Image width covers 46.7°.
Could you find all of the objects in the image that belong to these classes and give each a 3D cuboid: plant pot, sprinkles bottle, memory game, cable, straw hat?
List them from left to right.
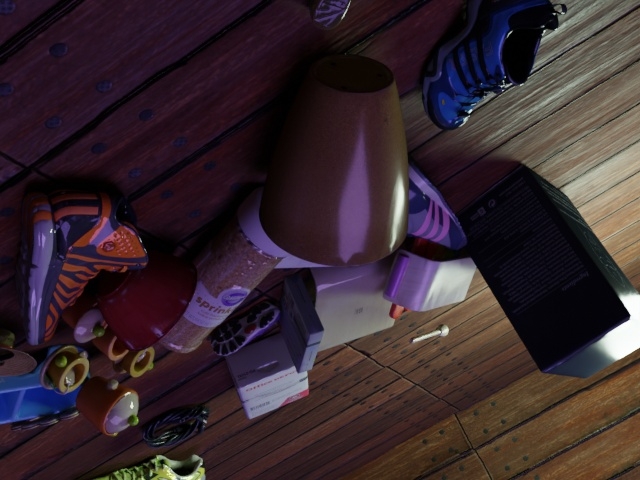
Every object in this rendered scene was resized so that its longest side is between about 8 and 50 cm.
[{"bbox_3d":[-0.557,0.181,1.263,0.144,0.061,0.144,-5,149,-3],"label":"straw hat"},{"bbox_3d":[-0.540,0.353,1.519,0.186,0.012,0.186,-13,180,0],"label":"memory game"},{"bbox_3d":[-0.372,0.483,1.923,0.184,0.047,0.150,-1,142,-38],"label":"cable"},{"bbox_3d":[-0.170,0.059,1.317,0.121,0.121,0.355,8,137,-46],"label":"sprinkles bottle"},{"bbox_3d":[0.032,-0.135,1.097,0.237,0.237,0.254,-13,133,-23],"label":"plant pot"}]

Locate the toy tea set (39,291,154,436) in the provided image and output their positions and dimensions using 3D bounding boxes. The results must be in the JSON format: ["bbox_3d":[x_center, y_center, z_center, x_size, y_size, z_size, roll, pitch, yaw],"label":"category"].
[{"bbox_3d":[-0.383,0.232,1.350,0.200,0.124,0.336,-56,157,-21],"label":"toy tea set"}]

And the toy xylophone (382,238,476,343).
[{"bbox_3d":[0.247,0.103,1.638,0.322,0.081,0.236,9,105,-58],"label":"toy xylophone"}]

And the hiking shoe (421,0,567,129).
[{"bbox_3d":[0.245,-0.262,1.118,0.113,0.132,0.304,-13,149,-24],"label":"hiking shoe"}]

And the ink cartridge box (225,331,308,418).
[{"bbox_3d":[-0.127,0.331,1.817,0.172,0.100,0.237,-21,152,-11],"label":"ink cartridge box"}]

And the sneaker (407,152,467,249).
[{"bbox_3d":[0.184,-0.048,1.444,0.131,0.112,0.319,-38,141,8],"label":"sneaker"}]

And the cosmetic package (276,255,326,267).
[{"bbox_3d":[0.000,0.000,1.421,0.239,0.060,0.099,0,143,-40],"label":"cosmetic package"}]

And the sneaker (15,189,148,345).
[{"bbox_3d":[-0.363,0.049,1.139,0.180,0.125,0.321,-6,145,-31],"label":"sneaker"}]

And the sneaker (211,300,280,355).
[{"bbox_3d":[-0.158,0.200,1.616,0.170,0.068,0.071,-30,157,5],"label":"sneaker"}]

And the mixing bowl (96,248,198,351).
[{"bbox_3d":[-0.302,0.082,1.225,0.181,0.181,0.098,-36,126,17],"label":"mixing bowl"}]

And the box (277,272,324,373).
[{"bbox_3d":[-0.047,0.181,1.591,0.038,0.145,0.186,-13,148,-20],"label":"box"}]

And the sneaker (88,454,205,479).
[{"bbox_3d":[-0.499,0.671,2.075,0.384,0.145,0.147,7,106,-42],"label":"sneaker"}]

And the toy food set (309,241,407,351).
[{"bbox_3d":[0.065,0.125,1.671,0.219,0.092,0.306,-16,141,-19],"label":"toy food set"}]

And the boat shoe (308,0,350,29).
[{"bbox_3d":[0.031,-0.338,0.922,0.056,0.048,0.153,10,130,-30],"label":"boat shoe"}]

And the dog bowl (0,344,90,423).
[{"bbox_3d":[-0.576,0.280,1.396,0.297,0.074,0.166,-3,144,-35],"label":"dog bowl"}]

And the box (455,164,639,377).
[{"bbox_3d":[0.514,0.076,1.619,0.212,0.395,0.293,-40,148,22],"label":"box"}]
